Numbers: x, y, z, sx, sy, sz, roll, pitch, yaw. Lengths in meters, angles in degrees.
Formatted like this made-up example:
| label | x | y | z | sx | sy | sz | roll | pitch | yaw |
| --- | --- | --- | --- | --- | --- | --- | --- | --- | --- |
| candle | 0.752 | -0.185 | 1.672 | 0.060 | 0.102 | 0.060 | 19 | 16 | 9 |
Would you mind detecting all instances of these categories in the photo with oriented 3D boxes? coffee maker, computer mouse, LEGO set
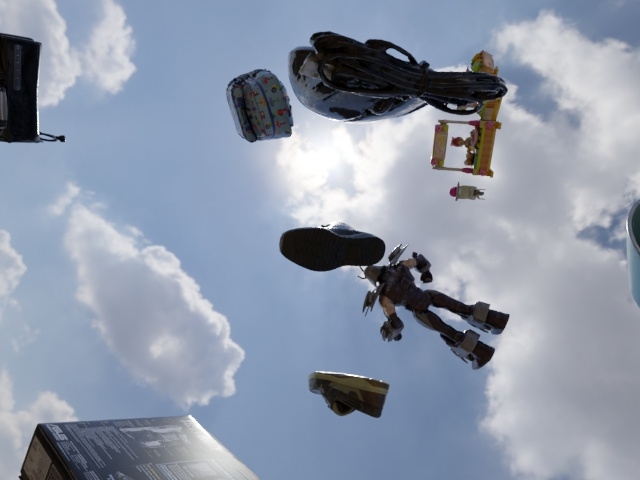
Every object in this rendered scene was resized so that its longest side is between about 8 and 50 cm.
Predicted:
| label | x | y | z | sx | sy | sz | roll | pitch | yaw |
| --- | --- | --- | --- | --- | --- | --- | --- | --- | --- |
| coffee maker | -0.545 | -0.269 | 0.882 | 0.120 | 0.171 | 0.179 | 15 | -75 | 11 |
| computer mouse | 0.037 | -0.157 | 0.526 | 0.272 | 0.188 | 0.072 | -136 | -125 | -63 |
| LEGO set | 0.254 | -0.215 | 0.895 | 0.106 | 0.132 | 0.287 | 5 | -93 | 6 |

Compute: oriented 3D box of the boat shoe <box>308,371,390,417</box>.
| label | x | y | z | sx | sy | sz | roll | pitch | yaw |
| --- | --- | --- | --- | --- | --- | --- | --- | --- | --- |
| boat shoe | 0.041 | 0.293 | 0.952 | 0.223 | 0.080 | 0.074 | -18 | -128 | 53 |

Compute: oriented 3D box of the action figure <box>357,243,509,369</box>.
| label | x | y | z | sx | sy | sz | roll | pitch | yaw |
| --- | --- | --- | --- | --- | --- | --- | --- | --- | --- |
| action figure | 0.192 | 0.122 | 0.933 | 0.284 | 0.185 | 0.099 | 30 | -17 | 7 |

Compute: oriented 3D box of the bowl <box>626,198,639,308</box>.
| label | x | y | z | sx | sy | sz | roll | pitch | yaw |
| --- | --- | --- | --- | --- | --- | --- | --- | --- | --- |
| bowl | 0.665 | 0.061 | 0.850 | 0.311 | 0.311 | 0.163 | 30 | -35 | 33 |

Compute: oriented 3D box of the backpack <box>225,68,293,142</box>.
| label | x | y | z | sx | sy | sz | roll | pitch | yaw |
| --- | --- | --- | --- | --- | --- | --- | --- | --- | --- |
| backpack | -0.129 | -0.290 | 1.109 | 0.173 | 0.116 | 0.158 | -135 | -152 | -60 |

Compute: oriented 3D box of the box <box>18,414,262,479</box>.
| label | x | y | z | sx | sy | sz | roll | pitch | yaw |
| --- | --- | --- | --- | --- | --- | --- | --- | --- | --- |
| box | -0.190 | 0.326 | 0.625 | 0.307 | 0.242 | 0.077 | 20 | -90 | 41 |

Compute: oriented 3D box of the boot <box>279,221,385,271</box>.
| label | x | y | z | sx | sy | sz | roll | pitch | yaw |
| --- | --- | --- | --- | --- | --- | --- | --- | --- | --- |
| boot | 0.000 | 0.000 | 0.914 | 0.137 | 0.197 | 0.077 | 37 | -65 | 59 |
